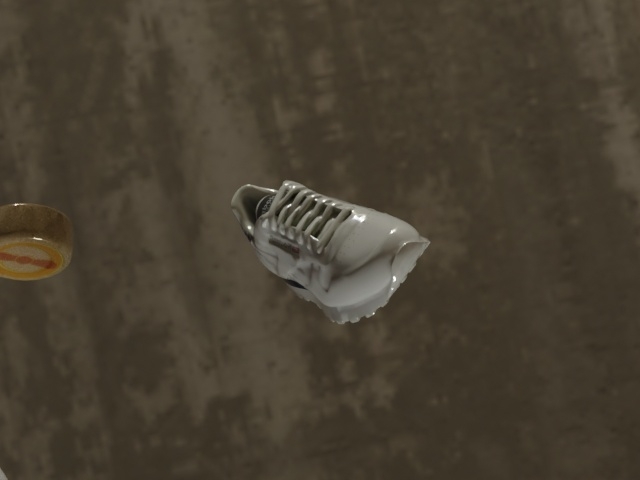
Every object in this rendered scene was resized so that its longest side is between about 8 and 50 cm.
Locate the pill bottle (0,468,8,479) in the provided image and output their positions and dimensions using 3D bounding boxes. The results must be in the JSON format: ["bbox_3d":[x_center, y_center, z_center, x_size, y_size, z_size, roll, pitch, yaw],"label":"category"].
[{"bbox_3d":[-0.305,0.204,1.141,0.265,0.153,0.153,24,36,-39],"label":"pill bottle"}]

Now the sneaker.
[{"bbox_3d":[0.000,0.000,1.315,0.095,0.090,0.235,48,-18,-19],"label":"sneaker"}]

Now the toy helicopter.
[{"bbox_3d":[-0.389,0.006,1.415,0.235,0.355,0.140,79,4,-57],"label":"toy helicopter"}]
